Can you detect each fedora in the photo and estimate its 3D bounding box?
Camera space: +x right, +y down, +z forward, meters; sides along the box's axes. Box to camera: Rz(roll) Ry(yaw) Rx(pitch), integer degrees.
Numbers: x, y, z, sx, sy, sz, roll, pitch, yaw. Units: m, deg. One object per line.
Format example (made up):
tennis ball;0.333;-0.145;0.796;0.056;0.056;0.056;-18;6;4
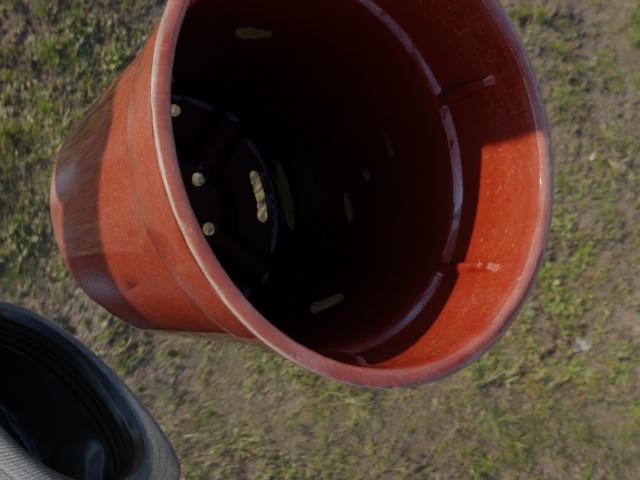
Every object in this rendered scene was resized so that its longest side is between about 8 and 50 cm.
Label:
fedora;-0.279;0.185;0.791;0.275;0.244;0.124;43;101;5

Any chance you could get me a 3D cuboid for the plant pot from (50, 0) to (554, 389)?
plant pot;-0.039;-0.042;0.556;0.272;0.265;0.272;6;80;-35
